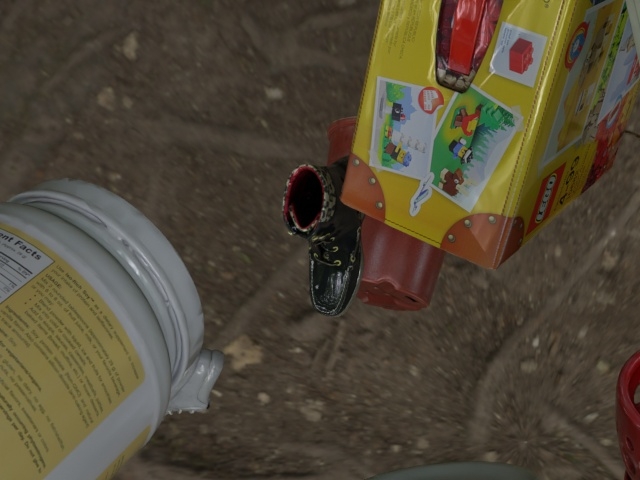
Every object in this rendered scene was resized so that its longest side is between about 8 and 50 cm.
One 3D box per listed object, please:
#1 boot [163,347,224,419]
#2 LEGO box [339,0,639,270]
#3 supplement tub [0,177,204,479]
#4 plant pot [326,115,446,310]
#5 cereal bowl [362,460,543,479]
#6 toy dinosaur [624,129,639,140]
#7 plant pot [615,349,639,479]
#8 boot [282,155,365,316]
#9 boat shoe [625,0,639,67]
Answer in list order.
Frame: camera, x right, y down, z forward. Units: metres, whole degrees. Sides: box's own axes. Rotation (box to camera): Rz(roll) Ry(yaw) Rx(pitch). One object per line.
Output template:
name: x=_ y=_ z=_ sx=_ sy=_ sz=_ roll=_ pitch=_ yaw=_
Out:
boot: x=-0.221 y=0.235 z=1.573 sx=0.123 sy=0.258 sz=0.095 roll=16 pitch=46 yaw=-14
LEGO box: x=0.231 y=-0.279 z=1.117 sx=0.193 sy=0.372 sz=0.500 roll=25 pitch=122 yaw=23
supplement tub: x=-0.263 y=0.119 z=0.812 sx=0.241 sy=0.241 sz=0.331 roll=30 pitch=43 yaw=14
plant pot: x=0.112 y=-0.034 z=1.835 sx=0.272 sy=0.272 sz=0.265 roll=11 pitch=77 yaw=12
cereal bowl: x=0.094 y=0.254 z=0.817 sx=0.339 sy=0.339 sz=0.141 roll=-8 pitch=91 yaw=9
toy dinosaur: x=0.447 y=-0.069 z=1.402 sx=0.112 sy=0.064 sz=0.211 roll=3 pitch=62 yaw=1
plant pot: x=0.417 y=0.225 z=1.193 sx=0.191 sy=0.174 sz=0.191 roll=-4 pitch=34 yaw=3
boot: x=-0.001 y=-0.001 z=1.513 sx=0.085 sy=0.178 sz=0.236 roll=13 pitch=99 yaw=22
boat shoe: x=0.313 y=-0.034 z=0.678 sx=0.156 sy=0.187 sz=0.500 roll=-18 pitch=71 yaw=30
